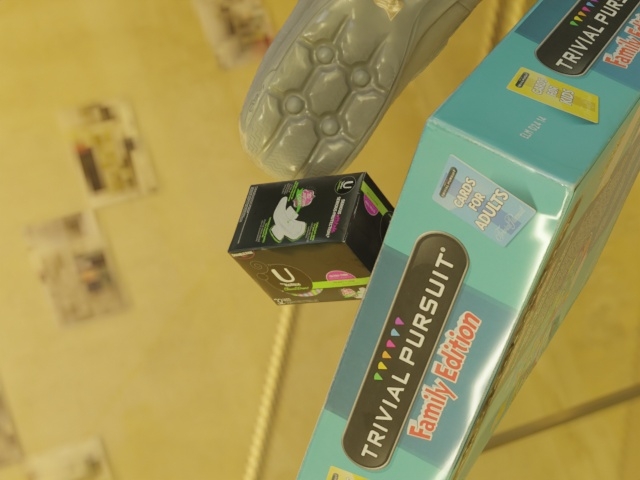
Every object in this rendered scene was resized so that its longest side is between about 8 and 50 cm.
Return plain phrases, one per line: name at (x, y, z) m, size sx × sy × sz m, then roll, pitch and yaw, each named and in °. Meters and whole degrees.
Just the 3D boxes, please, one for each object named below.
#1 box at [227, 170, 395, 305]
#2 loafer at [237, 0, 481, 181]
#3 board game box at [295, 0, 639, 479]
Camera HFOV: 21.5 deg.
box at (0.000, 0.000, 0.995) m, size 0.083 × 0.052 × 0.062 m, roll -5°, pitch 143°, yaw 34°
loafer at (0.053, -0.177, 1.095) m, size 0.112 × 0.319 × 0.111 m, roll 39°, pitch -178°, yaw -11°
board game box at (0.115, -0.017, 0.949) m, size 0.079 × 0.336 × 0.254 m, roll 27°, pitch 126°, yaw 12°
